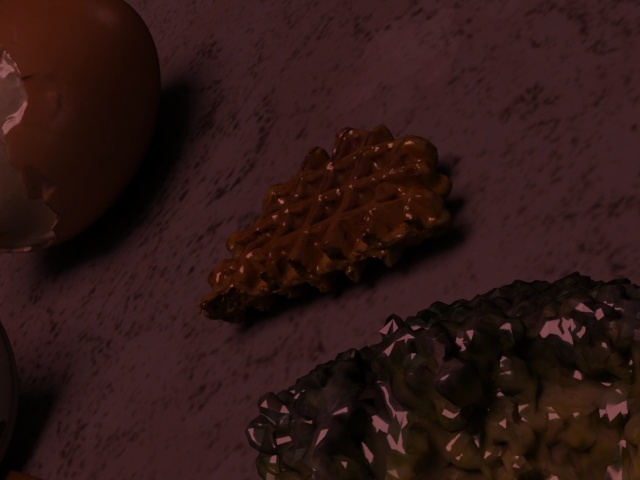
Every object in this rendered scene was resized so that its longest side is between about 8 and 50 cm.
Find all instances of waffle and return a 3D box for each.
[{"bbox_3d":[0.000,0.000,0.991,0.192,0.046,0.160,-42,29,11],"label":"waffle"}]

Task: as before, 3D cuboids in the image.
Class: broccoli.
[{"bbox_3d":[0.110,0.136,0.583,0.247,0.263,0.243,118,146,-58],"label":"broccoli"}]

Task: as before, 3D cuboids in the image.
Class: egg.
[{"bbox_3d":[-0.233,-0.112,1.281,0.201,0.201,0.244,-10,35,48],"label":"egg"}]

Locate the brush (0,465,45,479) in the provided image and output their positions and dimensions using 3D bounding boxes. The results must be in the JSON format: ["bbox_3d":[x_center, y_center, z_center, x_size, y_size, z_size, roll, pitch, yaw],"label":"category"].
[{"bbox_3d":[-0.245,0.178,1.137,0.218,0.010,0.082,3,56,54],"label":"brush"}]

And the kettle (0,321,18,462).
[{"bbox_3d":[-0.410,0.137,1.173,0.265,0.205,0.318,-46,22,-30],"label":"kettle"}]
